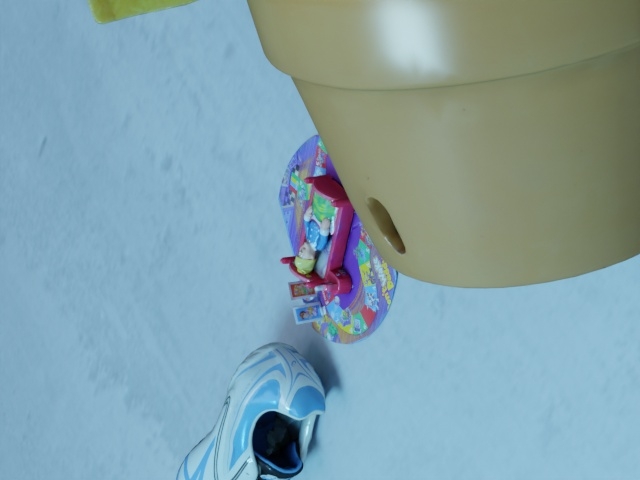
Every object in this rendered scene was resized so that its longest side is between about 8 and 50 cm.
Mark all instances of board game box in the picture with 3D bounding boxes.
[{"bbox_3d":[0.000,0.000,1.548,0.133,0.033,0.168,-29,72,54],"label":"board game box"}]

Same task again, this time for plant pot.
[{"bbox_3d":[0.113,-0.103,1.170,0.291,0.291,0.203,19,127,53],"label":"plant pot"}]

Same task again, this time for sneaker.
[{"bbox_3d":[-0.059,0.188,1.625,0.086,0.085,0.237,60,142,37],"label":"sneaker"}]

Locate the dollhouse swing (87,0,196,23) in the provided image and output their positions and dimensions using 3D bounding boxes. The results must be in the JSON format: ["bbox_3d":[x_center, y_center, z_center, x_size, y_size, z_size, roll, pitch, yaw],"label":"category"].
[{"bbox_3d":[0.002,-0.320,1.113,0.315,0.347,0.305,73,-177,-45],"label":"dollhouse swing"}]
